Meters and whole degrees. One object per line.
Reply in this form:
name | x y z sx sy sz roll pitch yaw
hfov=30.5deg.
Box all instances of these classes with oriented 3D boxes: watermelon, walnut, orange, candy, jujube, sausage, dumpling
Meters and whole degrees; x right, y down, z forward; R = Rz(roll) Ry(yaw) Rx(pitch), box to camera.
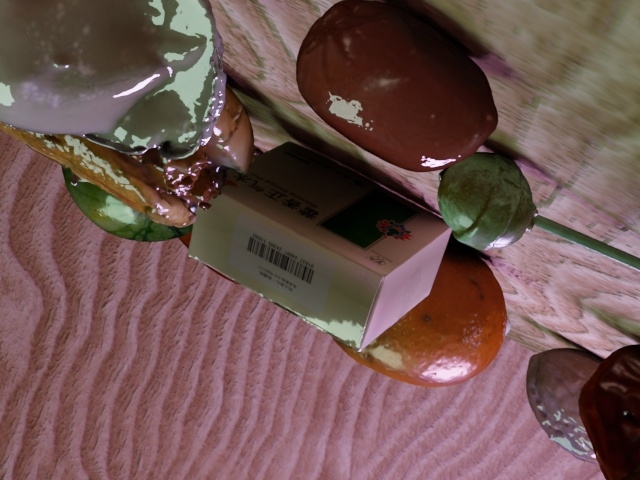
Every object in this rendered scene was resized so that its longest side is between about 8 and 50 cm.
watermelon | -0.188 -0.098 1.276 0.188 0.188 0.215 31 -156 -28
walnut | 0.435 0.269 1.934 0.230 0.178 0.178 41 -179 14
orange | 0.113 0.070 1.368 0.224 0.170 0.224 17 -163 -5
candy | 0.162 0.001 0.709 0.202 0.061 0.061 21 180 -14
jujube | 0.404 0.238 1.242 0.290 0.197 0.197 47 -172 34
sausage | 0.034 -0.068 0.504 0.094 0.059 0.054 31 135 -30
dumpling | -0.150 -0.145 0.616 0.247 0.142 0.172 36 144 5

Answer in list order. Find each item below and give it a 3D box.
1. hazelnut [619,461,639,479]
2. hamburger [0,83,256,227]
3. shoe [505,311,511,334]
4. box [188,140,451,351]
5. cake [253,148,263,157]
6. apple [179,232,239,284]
hazelnut | 0.356 0.283 0.671 0.402 0.402 0.429 31 180 -33
hamburger | -0.200 -0.127 1.059 0.245 0.155 0.282 23 170 46
shoe | 0.214 0.119 1.784 0.160 0.132 0.363 30 -177 0
box | 0.000 0.000 1.184 0.212 0.095 0.168 28 -148 20
cake | -0.135 -0.097 1.599 0.135 0.112 0.246 19 173 -9
apple | -0.118 -0.070 1.980 0.365 0.295 0.329 25 137 59
